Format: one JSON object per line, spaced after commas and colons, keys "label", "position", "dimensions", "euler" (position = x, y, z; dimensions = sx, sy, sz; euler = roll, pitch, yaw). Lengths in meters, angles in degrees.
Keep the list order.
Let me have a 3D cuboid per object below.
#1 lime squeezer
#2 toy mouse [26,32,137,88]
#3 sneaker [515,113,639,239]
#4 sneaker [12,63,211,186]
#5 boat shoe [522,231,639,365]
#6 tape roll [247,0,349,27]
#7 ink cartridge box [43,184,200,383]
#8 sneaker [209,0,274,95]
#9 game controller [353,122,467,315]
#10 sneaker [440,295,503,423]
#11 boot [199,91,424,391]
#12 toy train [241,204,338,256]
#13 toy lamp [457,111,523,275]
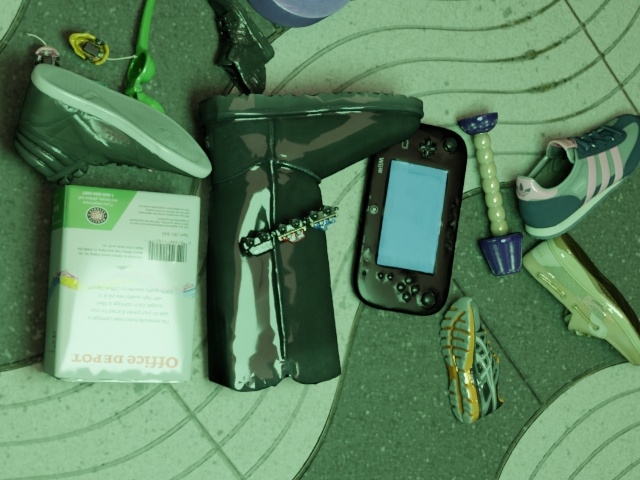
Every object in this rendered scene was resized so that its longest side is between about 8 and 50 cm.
{"label": "lime squeezer", "position": [-0.247, -0.241, 1.843], "dimensions": [0.110, 0.059, 0.310], "euler": [-18, 94, -23]}
{"label": "toy mouse", "position": [-0.376, -0.243, 1.799], "dimensions": [0.161, 0.031, 0.143], "euler": [24, 84, -18]}
{"label": "sneaker", "position": [0.458, -0.143, 2.091], "dimensions": [0.319, 0.112, 0.131], "euler": [-44, 128, -24]}
{"label": "sneaker", "position": [-0.314, -0.134, 1.772], "dimensions": [0.296, 0.104, 0.147], "euler": [25, 117, -23]}
{"label": "boat shoe", "position": [0.473, 0.116, 2.123], "dimensions": [0.098, 0.109, 0.302], "euler": [-37, 106, 20]}
{"label": "tape roll", "position": [-0.034, -0.441, 1.932], "dimensions": [0.189, 0.080, 0.189], "euler": [1, 87, -24]}
{"label": "ink cartridge box", "position": [-0.294, 0.067, 1.774], "dimensions": [0.201, 0.117, 0.278], "euler": [4, 86, -23]}
{"label": "sneaker", "position": [-0.135, -0.306, 1.896], "dimensions": [0.170, 0.051, 0.089], "euler": [49, 66, -17]}
{"label": "game controller", "position": [0.148, -0.038, 1.999], "dimensions": [0.166, 0.067, 0.319], "euler": [11, 83, -23]}
{"label": "sneaker", "position": [0.259, 0.197, 2.032], "dimensions": [0.083, 0.084, 0.215], "euler": [-10, 101, -26]}
{"label": "boot", "position": [-0.002, 0.000, 1.883], "dimensions": [0.367, 0.146, 0.445], "euler": [-3, 86, -14]}
{"label": "toy train", "position": [-0.042, -0.013, 1.795], "dimensions": [0.158, 0.027, 0.036], "euler": [-23, 100, -14]}
{"label": "toy lamp", "position": [0.292, -0.077, 2.059], "dimensions": [0.080, 0.080, 0.274], "euler": [-12, 90, -23]}
